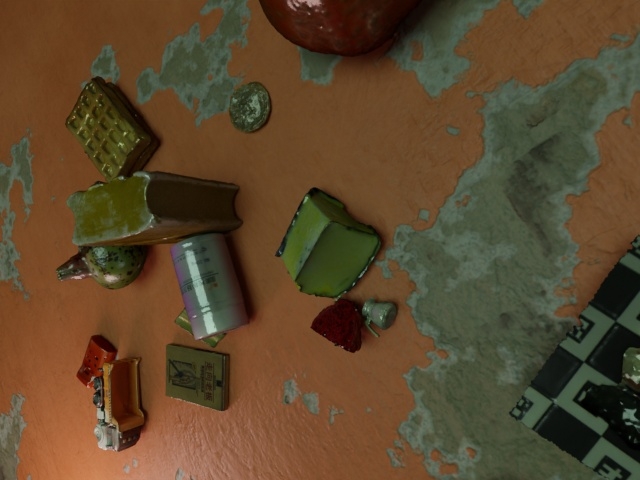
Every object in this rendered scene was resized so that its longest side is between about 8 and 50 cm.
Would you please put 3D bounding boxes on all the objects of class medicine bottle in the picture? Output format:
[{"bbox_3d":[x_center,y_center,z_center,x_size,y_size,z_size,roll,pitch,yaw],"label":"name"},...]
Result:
[{"bbox_3d":[-0.294,0.123,1.155,0.152,0.152,0.253,-24,78,27],"label":"medicine bottle"}]

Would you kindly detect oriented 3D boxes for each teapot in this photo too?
[{"bbox_3d":[0.128,0.171,0.976,0.064,0.064,0.083,19,86,35],"label":"teapot"}]

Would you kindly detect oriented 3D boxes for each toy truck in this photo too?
[{"bbox_3d":[-0.634,0.513,1.367,0.135,0.114,0.270,-7,84,33],"label":"toy truck"}]

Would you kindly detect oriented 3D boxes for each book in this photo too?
[{"bbox_3d":[-0.364,0.396,1.265,0.231,0.026,0.161,1,91,28],"label":"book"}]

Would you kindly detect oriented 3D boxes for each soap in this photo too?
[{"bbox_3d":[-0.412,-0.075,1.124,0.294,0.335,0.156,-8,87,25],"label":"soap"}]

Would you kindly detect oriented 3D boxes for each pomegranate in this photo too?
[{"bbox_3d":[-0.664,0.058,1.307,0.214,0.248,0.214,30,134,37],"label":"pomegranate"}]

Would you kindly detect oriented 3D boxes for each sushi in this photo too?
[{"bbox_3d":[0.552,0.221,0.738,0.296,0.100,0.372,33,95,15],"label":"sushi"}]

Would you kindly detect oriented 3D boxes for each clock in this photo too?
[{"bbox_3d":[-0.759,0.409,1.462,0.113,0.061,0.155,28,101,26],"label":"clock"}]

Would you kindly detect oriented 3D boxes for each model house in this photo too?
[{"bbox_3d":[0.000,0.000,1.026,0.193,0.170,0.211,-63,36,21],"label":"model house"}]

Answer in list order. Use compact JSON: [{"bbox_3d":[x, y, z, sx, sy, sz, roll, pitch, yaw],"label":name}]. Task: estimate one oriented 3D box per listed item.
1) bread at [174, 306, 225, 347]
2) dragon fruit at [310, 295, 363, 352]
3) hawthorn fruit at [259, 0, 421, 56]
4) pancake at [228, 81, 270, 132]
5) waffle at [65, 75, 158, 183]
[{"bbox_3d":[-0.337,0.234,1.258,0.139,0.084,0.074,36,109,-9],"label":"bread"},{"bbox_3d":[0.063,0.194,1.001,0.162,0.083,0.106,12,75,60],"label":"dragon fruit"},{"bbox_3d":[0.021,-0.581,0.853,0.403,0.403,0.402,0,90,29],"label":"hawthorn fruit"},{"bbox_3d":[-0.193,-0.359,1.171,0.140,0.022,0.139,1,91,28],"label":"pancake"},{"bbox_3d":[-0.672,-0.344,1.394,0.327,0.098,0.224,48,112,18],"label":"waffle"}]
